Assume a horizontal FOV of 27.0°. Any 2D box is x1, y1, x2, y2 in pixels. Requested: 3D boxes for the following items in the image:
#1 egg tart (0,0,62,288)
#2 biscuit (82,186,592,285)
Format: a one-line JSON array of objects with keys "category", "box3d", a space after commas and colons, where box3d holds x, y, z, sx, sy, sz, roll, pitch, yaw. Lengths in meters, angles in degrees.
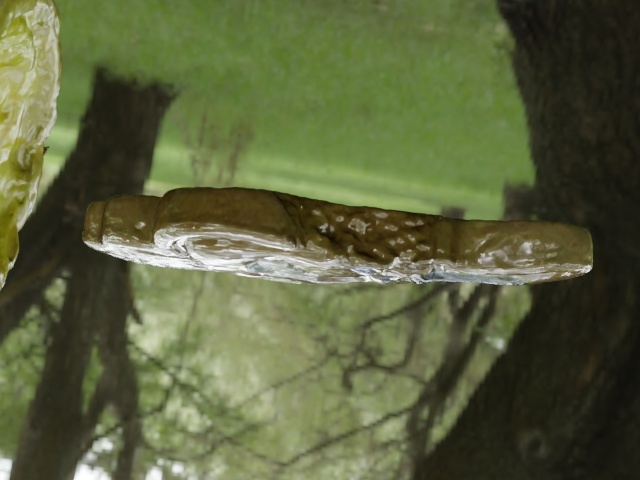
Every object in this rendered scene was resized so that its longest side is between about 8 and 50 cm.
[{"category": "egg tart", "box3d": [-0.306, -0.068, 1.047, 0.132, 0.345, 0.345, 13, -179, 0]}, {"category": "biscuit", "box3d": [0.004, 0.003, 0.826, 0.319, 0.047, 0.183, 3, 175, 3]}]
